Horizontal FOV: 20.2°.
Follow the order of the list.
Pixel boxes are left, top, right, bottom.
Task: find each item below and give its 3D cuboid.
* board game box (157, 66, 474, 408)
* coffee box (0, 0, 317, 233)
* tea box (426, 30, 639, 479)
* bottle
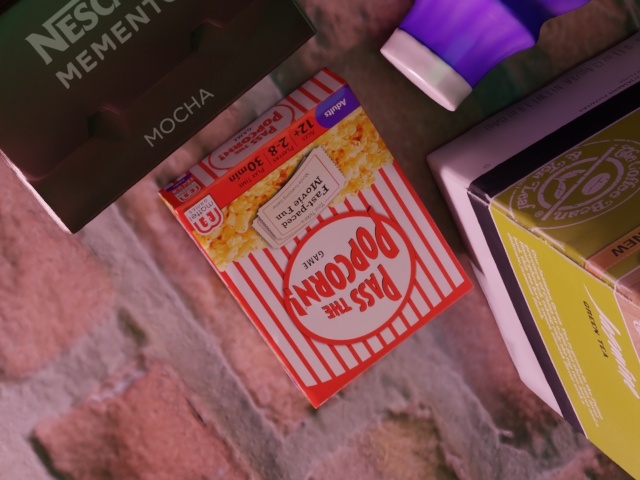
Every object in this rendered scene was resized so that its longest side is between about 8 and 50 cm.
[{"bbox_3d":[0.000,0.000,1.256,0.146,0.045,0.193,-38,119,-6],"label":"board game box"},{"bbox_3d":[-0.145,-0.140,0.999,0.168,0.297,0.119,-40,119,-5],"label":"coffee box"},{"bbox_3d":[0.304,-0.007,1.223,0.329,0.323,0.220,-31,118,-10],"label":"tea box"},{"bbox_3d":[0.154,-0.216,1.212,0.118,0.092,0.283,39,91,-30],"label":"bottle"}]
